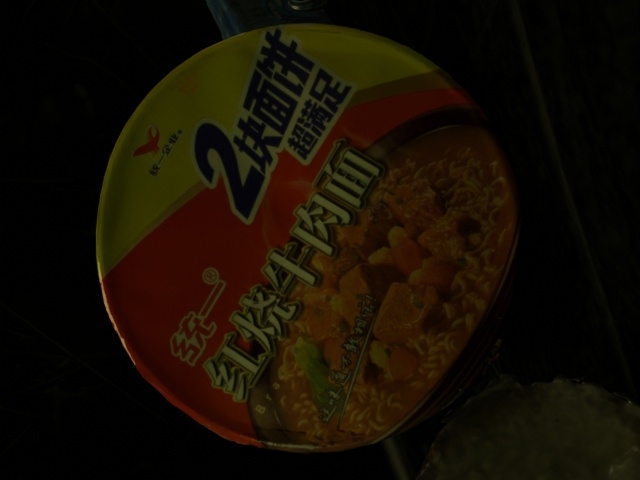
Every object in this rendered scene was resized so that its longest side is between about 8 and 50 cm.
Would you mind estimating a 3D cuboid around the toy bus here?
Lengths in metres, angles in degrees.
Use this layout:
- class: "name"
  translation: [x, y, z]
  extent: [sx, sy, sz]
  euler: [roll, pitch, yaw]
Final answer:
- class: "toy bus"
  translation: [-0.047, -0.197, 0.724]
  extent: [0.236, 0.094, 0.079]
  euler: [-115, 5, -47]

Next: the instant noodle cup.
- class: "instant noodle cup"
  translation: [0.000, 0.000, 0.473]
  extent: [0.174, 0.213, 0.213]
  euler: [11, -123, -85]

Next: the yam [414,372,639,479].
- class: "yam"
  translation: [0.117, 0.193, 0.372]
  extent: [0.131, 0.131, 0.280]
  euler: [-116, 5, -49]
